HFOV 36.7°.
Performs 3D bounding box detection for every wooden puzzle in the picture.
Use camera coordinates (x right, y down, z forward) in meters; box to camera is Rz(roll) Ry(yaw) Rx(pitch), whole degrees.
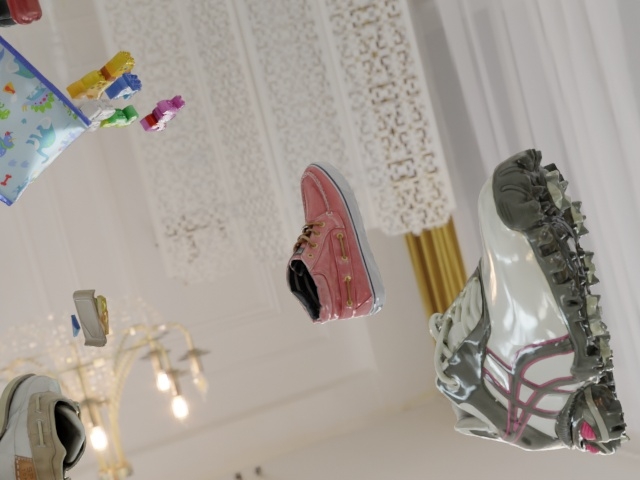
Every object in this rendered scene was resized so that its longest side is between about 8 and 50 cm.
[{"bbox_3d":[-0.288,0.098,1.215,0.014,0.078,0.116,-13,-169,-35],"label":"wooden puzzle"}]

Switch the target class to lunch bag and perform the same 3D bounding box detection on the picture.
[{"bbox_3d":[-0.331,-0.130,0.966,0.129,0.096,0.151,-49,148,-5],"label":"lunch bag"}]

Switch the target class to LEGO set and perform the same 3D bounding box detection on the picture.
[{"bbox_3d":[-0.279,-0.216,1.378,0.093,0.087,0.227,-36,172,23],"label":"LEGO set"}]

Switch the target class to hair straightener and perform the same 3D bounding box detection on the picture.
[{"bbox_3d":[-0.381,-0.349,1.069,0.089,0.230,0.047,2,-153,42],"label":"hair straightener"}]

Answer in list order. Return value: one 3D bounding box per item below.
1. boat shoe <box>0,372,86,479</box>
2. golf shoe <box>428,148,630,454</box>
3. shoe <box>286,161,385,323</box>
[{"bbox_3d":[-0.337,0.242,1.174,0.103,0.113,0.302,-11,-163,-3],"label":"boat shoe"},{"bbox_3d":[0.119,0.059,0.595,0.120,0.272,0.105,-9,-132,15],"label":"golf shoe"},{"bbox_3d":[0.000,0.000,1.000,0.081,0.178,0.063,-10,161,-34],"label":"shoe"}]
